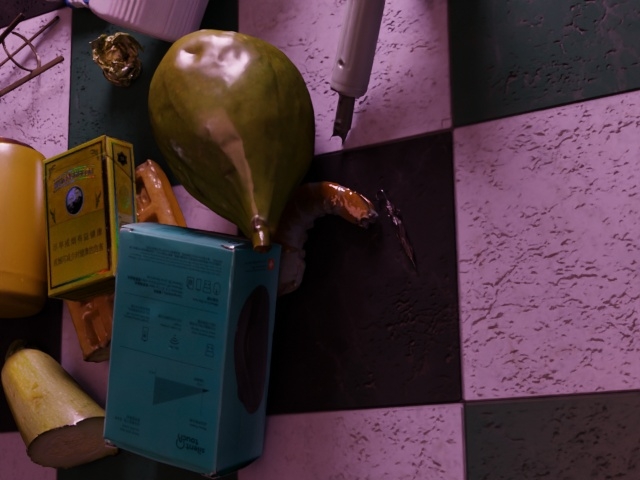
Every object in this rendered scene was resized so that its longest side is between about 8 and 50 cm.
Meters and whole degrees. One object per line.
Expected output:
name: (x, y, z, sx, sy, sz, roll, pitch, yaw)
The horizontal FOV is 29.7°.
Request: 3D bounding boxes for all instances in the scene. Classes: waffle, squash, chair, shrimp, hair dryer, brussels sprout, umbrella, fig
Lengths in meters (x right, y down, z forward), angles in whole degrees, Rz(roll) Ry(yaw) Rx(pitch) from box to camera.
waffle: (-0.294, 0.033, 1.818, 0.248, 0.055, 0.221, -36, 61, 24)
squash: (-0.432, 0.240, 1.828, 0.287, 0.137, 0.137, 37, 102, 37)
chair: (-0.529, -0.292, 2.032, 0.222, 0.104, 0.095, -28, 82, 25)
shrimp: (0.000, 0.000, 1.631, 0.166, 0.049, 0.161, 1, 79, 27)
hair dryer: (0.063, -0.296, 1.604, 0.108, 0.173, 0.357, 31, 118, 40)
brussels sprout: (-0.318, -0.284, 1.904, 0.085, 0.058, 0.085, 0, 84, 1)
umbrella: (0.102, -0.018, 1.576, 0.022, 0.013, 0.122, -45, 59, 33)
fig: (-0.127, -0.120, 1.617, 0.233, 0.233, 0.314, -6, 67, 34)

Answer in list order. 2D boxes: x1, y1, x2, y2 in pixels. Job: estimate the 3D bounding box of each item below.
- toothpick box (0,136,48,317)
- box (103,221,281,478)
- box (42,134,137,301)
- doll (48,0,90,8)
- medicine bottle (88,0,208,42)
toothpick box: (-0.513, -0.022, 1.914, 0.175, 0.175, 0.271, -8, 72, 34)
box: (-0.174, 0.140, 1.634, 0.205, 0.118, 0.311, 9, 97, 34)
box: (-0.341, -0.031, 1.792, 0.141, 0.064, 0.219, -16, 69, 33)
doll: (-0.384, -0.429, 1.980, 0.227, 0.057, 0.113, -2, 85, 26)
medicine bottle: (-0.201, -0.492, 1.766, 0.243, 0.243, 0.394, 22, 101, 36)
